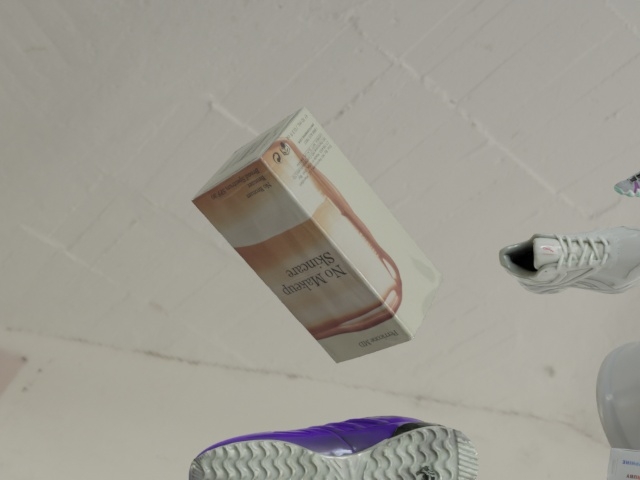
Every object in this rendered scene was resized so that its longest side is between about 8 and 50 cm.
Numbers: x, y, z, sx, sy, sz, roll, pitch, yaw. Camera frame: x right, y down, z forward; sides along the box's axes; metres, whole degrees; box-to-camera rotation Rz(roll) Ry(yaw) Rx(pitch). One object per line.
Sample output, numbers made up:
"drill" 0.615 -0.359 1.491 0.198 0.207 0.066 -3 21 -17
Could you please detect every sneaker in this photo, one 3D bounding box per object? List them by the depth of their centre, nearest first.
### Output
"sneaker" 0.008 0.245 0.903 0.294 0.102 0.146 -2 0 -7
"sneaker" 0.350 0.026 1.164 0.115 0.090 0.232 18 -24 -41
"sneaker" 0.459 -0.100 1.172 0.098 0.038 0.069 -8 -62 -4

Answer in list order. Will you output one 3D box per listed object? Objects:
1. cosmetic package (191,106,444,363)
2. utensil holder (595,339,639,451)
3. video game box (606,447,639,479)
"cosmetic package" 0.000 0.000 1.071 0.153 0.129 0.296 -28 -70 43
"utensil holder" 0.758 0.268 1.527 0.328 0.327 0.385 37 -42 -6
"video game box" 0.445 0.270 0.886 0.205 0.048 0.187 22 -20 -26
